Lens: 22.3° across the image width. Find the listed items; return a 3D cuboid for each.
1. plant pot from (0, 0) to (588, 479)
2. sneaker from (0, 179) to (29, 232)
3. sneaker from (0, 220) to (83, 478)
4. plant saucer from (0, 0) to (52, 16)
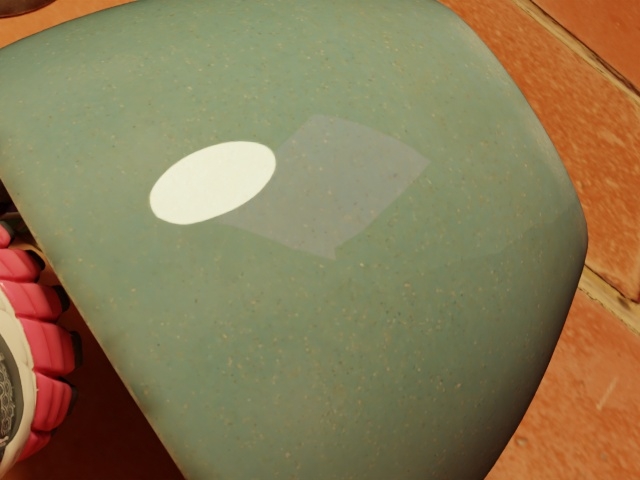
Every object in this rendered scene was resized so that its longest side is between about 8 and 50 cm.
[{"bbox_3d":[0.000,0.000,0.718,0.290,0.195,0.290,57,-5,8],"label":"plant pot"},{"bbox_3d":[-0.158,-0.057,0.832,0.083,0.098,0.224,49,34,10],"label":"sneaker"},{"bbox_3d":[-0.221,-0.021,0.581,0.299,0.121,0.112,39,31,8],"label":"sneaker"},{"bbox_3d":[-0.271,-0.265,0.999,0.311,0.050,0.310,29,35,-23],"label":"plant saucer"}]
